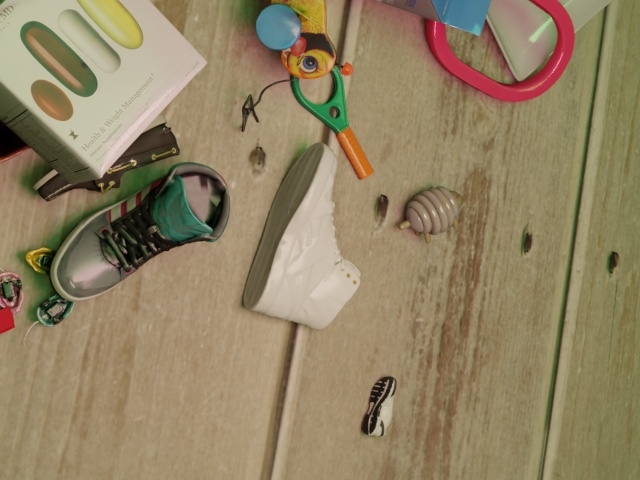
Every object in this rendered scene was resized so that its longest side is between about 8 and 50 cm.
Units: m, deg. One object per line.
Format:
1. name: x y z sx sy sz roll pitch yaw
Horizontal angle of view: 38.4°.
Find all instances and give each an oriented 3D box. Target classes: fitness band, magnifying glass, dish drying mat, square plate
1. fitness band: 0.325 -0.373 1.663 0.291 0.054 0.209 24 108 -24
2. magnifying glass: 0.025 -0.209 1.566 0.092 0.026 0.231 -35 103 -24
3. dish drying mat: -0.450 0.117 1.256 0.083 0.008 0.032 -29 107 -63
4. square plate: 0.406 -0.535 1.706 0.347 0.049 0.344 -42 119 -10

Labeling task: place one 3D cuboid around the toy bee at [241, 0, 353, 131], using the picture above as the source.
1. toy bee: -0.021 -0.322 1.457 0.162 0.195 0.298 10 123 0

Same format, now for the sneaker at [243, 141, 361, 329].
1. sneaker: 0.000 0.000 1.508 0.169 0.108 0.292 22 89 -27

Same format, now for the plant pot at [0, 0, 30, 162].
1. plant pot: -0.406 -0.264 1.224 0.267 0.236 0.267 -33 103 -25

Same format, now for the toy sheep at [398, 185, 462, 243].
1. toy sheep: 0.195 -0.048 1.615 0.132 0.091 0.091 -30 102 -19

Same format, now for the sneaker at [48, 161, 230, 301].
1. sneaker: -0.238 -0.018 1.314 0.295 0.178 0.124 -43 107 -32

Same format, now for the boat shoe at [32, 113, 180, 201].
1. boat shoe: -0.311 -0.110 1.355 0.228 0.081 0.069 -33 99 -27

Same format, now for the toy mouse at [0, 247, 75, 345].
1. toy mouse: -0.415 0.081 1.325 0.161 0.031 0.143 11 83 -26

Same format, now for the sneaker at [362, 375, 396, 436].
1. sneaker: 0.108 0.288 1.592 0.044 0.040 0.109 29 79 -41

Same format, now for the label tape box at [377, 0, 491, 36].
1. label tape box: 0.152 -0.514 1.520 0.333 0.106 0.240 19 80 0

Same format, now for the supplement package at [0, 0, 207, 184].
1. supplement package: -0.285 -0.206 1.069 0.203 0.149 0.194 45 70 -21
